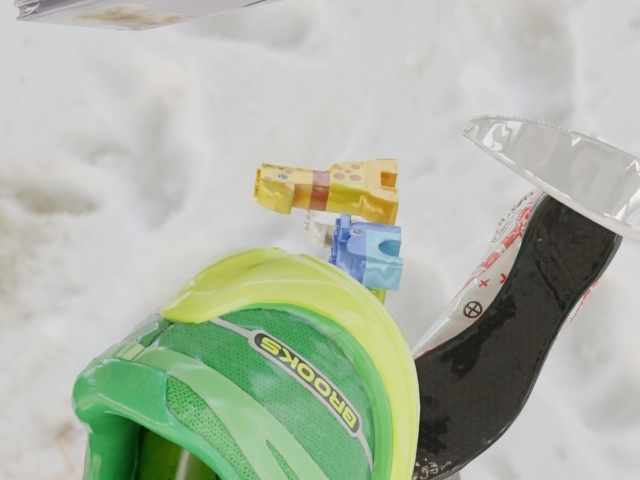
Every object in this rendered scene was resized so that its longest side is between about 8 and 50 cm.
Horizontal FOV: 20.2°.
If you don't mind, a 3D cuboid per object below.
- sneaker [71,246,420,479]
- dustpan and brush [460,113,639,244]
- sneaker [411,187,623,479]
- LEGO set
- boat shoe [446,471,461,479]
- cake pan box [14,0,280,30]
[{"bbox_3d":[-0.039,0.150,0.527,0.109,0.295,0.123,8,16,36],"label":"sneaker"},{"bbox_3d":[0.183,-0.028,0.991,0.060,0.147,0.211,-61,25,8],"label":"dustpan and brush"},{"bbox_3d":[0.134,0.066,1.360,0.090,0.145,0.270,36,98,2],"label":"sneaker"},{"bbox_3d":[0.000,0.000,1.157,0.093,0.087,0.227,8,30,-4],"label":"LEGO set"},{"bbox_3d":[-0.015,0.247,1.572,0.307,0.104,0.110,-8,24,22],"label":"boat shoe"},{"bbox_3d":[-0.014,-0.211,0.634,0.267,0.070,0.245,-6,83,51],"label":"cake pan box"}]
